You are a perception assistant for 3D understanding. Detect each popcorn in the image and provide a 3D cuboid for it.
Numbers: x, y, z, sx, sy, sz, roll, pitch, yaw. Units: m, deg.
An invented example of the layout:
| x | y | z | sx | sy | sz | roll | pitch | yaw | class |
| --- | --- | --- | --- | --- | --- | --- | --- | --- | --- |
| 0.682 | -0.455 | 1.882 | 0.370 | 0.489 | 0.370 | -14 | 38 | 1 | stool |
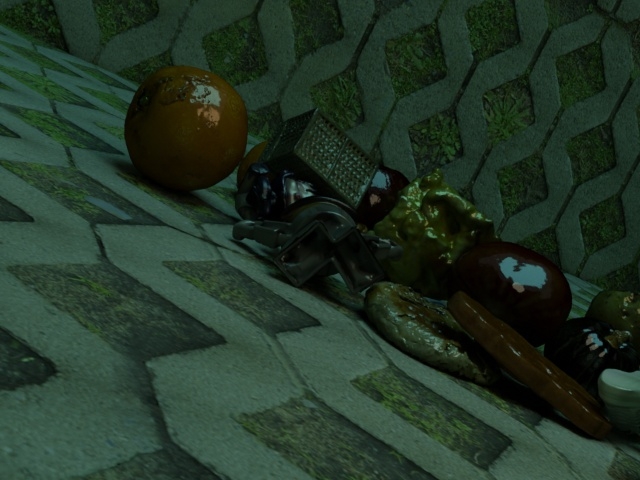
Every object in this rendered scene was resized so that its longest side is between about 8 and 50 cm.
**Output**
| x | y | z | sx | sy | sz | roll | pitch | yaw | class |
| --- | --- | --- | --- | --- | --- | --- | --- | --- | --- |
| 0.225 | -0.002 | 2.137 | 0.293 | 0.293 | 0.237 | 19 | 28 | -37 | popcorn |

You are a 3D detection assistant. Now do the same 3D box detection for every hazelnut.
| x | y | z | sx | sy | sz | roll | pitch | yaw | class |
| --- | --- | --- | --- | --- | --- | --- | --- | --- | --- |
| 0.343 | 0.108 | 1.909 | 0.229 | 0.229 | 0.229 | 25 | 9 | -4 | hazelnut |
| 0.109 | -0.062 | 2.362 | 0.218 | 0.218 | 0.234 | 33 | 5 | 38 | hazelnut |

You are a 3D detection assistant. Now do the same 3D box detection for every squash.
| x | y | z | sx | sy | sz | roll | pitch | yaw | class |
| --- | --- | --- | --- | --- | --- | --- | --- | --- | --- |
| 0.504 | 0.222 | 1.935 | 0.193 | 0.156 | 0.193 | 10 | 31 | -6 | squash |

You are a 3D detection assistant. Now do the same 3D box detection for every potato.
| x | y | z | sx | sy | sz | roll | pitch | yaw | class |
| --- | --- | --- | --- | --- | --- | --- | --- | --- | --- |
| 0.585 | 0.217 | 2.084 | 0.160 | 0.111 | 0.272 | 27 | -33 | 18 | potato |

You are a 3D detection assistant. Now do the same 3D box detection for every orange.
| x | y | z | sx | sy | sz | roll | pitch | yaw | class |
| --- | --- | --- | --- | --- | --- | --- | --- | --- | --- |
| -0.093 | -0.144 | 2.327 | 0.193 | 0.161 | 0.193 | 15 | 11 | -3 | orange |
| -0.257 | -0.213 | 2.020 | 0.246 | 0.246 | 0.246 | 25 | 9 | -4 | orange |

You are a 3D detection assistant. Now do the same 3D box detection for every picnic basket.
| x | y | z | sx | sy | sz | roll | pitch | yaw | class |
| --- | --- | --- | --- | --- | --- | --- | --- | --- | --- |
| -0.009 | -0.154 | 2.179 | 0.196 | 0.134 | 0.154 | 41 | -32 | -25 | picnic basket |

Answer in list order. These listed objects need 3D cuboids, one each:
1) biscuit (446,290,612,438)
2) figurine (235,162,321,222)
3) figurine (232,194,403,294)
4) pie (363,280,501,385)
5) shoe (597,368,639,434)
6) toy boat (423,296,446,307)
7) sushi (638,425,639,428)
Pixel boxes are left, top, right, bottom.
| x | y | z | sx | sy | sz | roll | pitch | yaw | class |
| --- | --- | --- | --- | --- | --- | --- | --- | --- | --- |
| 0.340 | 0.206 | 1.730 | 0.334 | 0.047 | 0.202 | 40 | 10 | -6 | biscuit |
| -0.071 | -0.060 | 2.087 | 0.222 | 0.145 | 0.145 | 12 | 16 | -41 | figurine |
| 0.004 | -0.001 | 1.844 | 0.308 | 0.143 | 0.308 | 27 | 12 | -6 | figurine |
| 0.188 | 0.155 | 1.746 | 0.274 | 0.055 | 0.274 | 28 | 13 | -7 | pie |
| 0.531 | 0.284 | 1.773 | 0.095 | 0.110 | 0.265 | 24 | 10 | 35 | shoe |
| 0.182 | 0.111 | 2.033 | 0.149 | 0.034 | 0.105 | 30 | 7 | 17 | toy boat |
| 0.675 | 0.369 | 1.747 | 0.273 | 0.134 | 0.109 | 39 | 17 | -27 | sushi |
